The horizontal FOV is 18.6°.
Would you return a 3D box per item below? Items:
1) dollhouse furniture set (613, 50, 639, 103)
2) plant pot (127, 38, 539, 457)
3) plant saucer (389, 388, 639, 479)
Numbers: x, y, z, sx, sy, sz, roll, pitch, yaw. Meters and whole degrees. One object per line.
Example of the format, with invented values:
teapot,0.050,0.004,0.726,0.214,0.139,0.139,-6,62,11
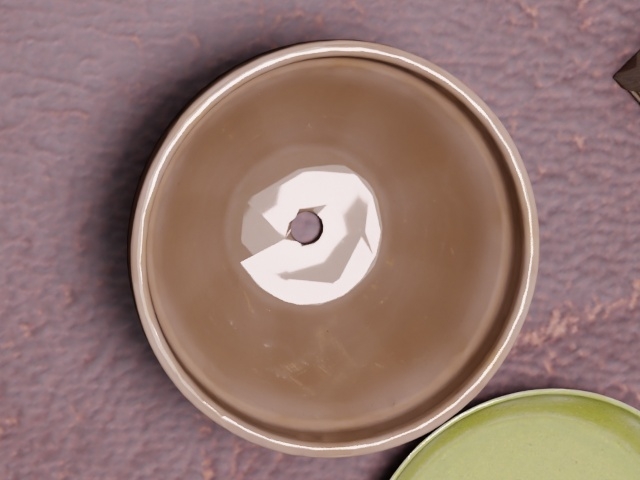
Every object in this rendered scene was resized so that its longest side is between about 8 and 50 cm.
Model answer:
dollhouse furniture set,0.302,-0.115,1.178,0.184,0.129,0.129,-45,104,-2
plant pot,0.000,0.000,1.144,0.237,0.110,0.237,-2,98,-12
plant saucer,0.136,0.208,1.241,0.241,0.037,0.241,-2,99,-12
